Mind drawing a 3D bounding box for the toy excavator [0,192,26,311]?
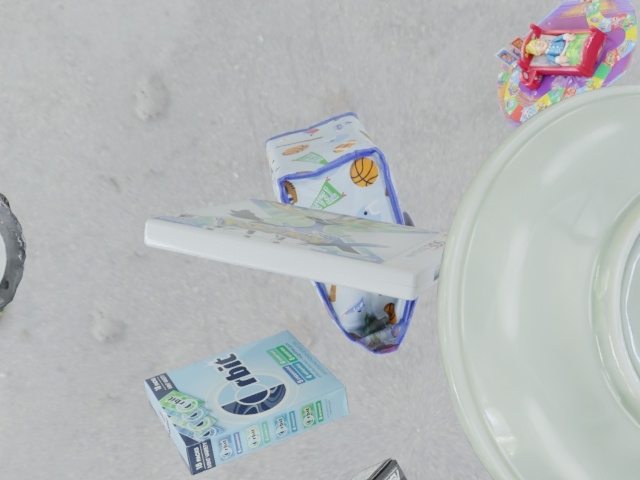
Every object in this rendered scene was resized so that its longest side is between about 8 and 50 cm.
[{"bbox_3d":[-0.399,0.065,0.516,0.445,0.433,0.222,-35,44,-16],"label":"toy excavator"}]

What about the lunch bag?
[{"bbox_3d":[0.061,-0.014,1.708,0.238,0.328,0.386,-17,109,1],"label":"lunch bag"}]

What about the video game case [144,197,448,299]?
[{"bbox_3d":[0.000,0.000,1.118,0.329,0.300,0.036,10,101,19],"label":"video game case"}]

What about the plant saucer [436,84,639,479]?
[{"bbox_3d":[0.293,0.061,0.711,0.400,0.100,0.401,2,82,-15],"label":"plant saucer"}]

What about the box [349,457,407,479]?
[{"bbox_3d":[0.076,0.560,1.366,0.097,0.395,0.318,-34,86,33],"label":"box"}]

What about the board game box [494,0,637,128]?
[{"bbox_3d":[0.235,-0.187,0.906,0.168,0.033,0.133,-41,44,34],"label":"board game box"}]

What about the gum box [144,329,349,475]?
[{"bbox_3d":[-0.086,0.174,1.007,0.184,0.157,0.041,-18,116,-20],"label":"gum box"}]
